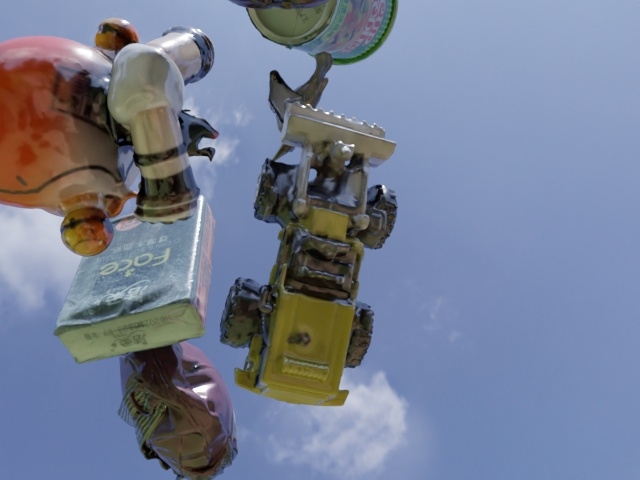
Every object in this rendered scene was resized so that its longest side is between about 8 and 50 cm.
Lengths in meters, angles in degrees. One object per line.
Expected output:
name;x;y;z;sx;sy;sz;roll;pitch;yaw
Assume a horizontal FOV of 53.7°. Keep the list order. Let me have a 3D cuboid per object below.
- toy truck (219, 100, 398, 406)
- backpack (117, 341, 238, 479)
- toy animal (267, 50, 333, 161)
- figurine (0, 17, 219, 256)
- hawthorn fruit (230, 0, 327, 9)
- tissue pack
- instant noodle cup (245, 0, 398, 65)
toy truck;0.000;0.000;0.561;0.136;0.111;0.285;14;-106;-11
backpack;-0.271;0.305;1.179;0.197;0.283;0.317;-32;-21;-17
toy animal;-0.035;-0.180;0.905;0.105;0.070;0.202;-34;-18;-20
figurine;-0.296;-0.142;0.753;0.323;0.319;0.196;-6;-22;15
hawthorn fruit;-0.039;-0.360;0.653;0.181;0.181;0.235;8;-81;-9
tissue pack;-0.304;0.058;1.101;0.228;0.315;0.103;-15;-55;5
instant noodle cup;-0.007;-0.372;0.976;0.207;0.233;0.206;7;-71;20
